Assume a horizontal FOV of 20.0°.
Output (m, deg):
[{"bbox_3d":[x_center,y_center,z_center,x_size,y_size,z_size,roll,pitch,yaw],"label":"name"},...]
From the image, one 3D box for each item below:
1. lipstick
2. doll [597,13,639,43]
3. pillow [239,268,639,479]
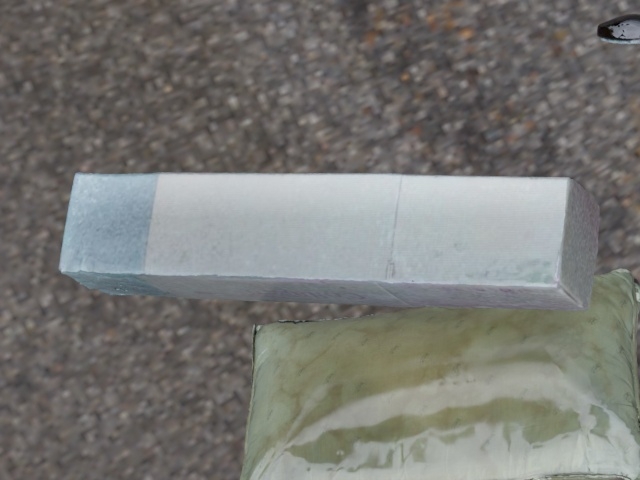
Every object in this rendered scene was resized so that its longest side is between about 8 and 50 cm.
[{"bbox_3d":[0.000,0.000,1.064,0.317,0.066,0.068,2,75,26],"label":"lipstick"},{"bbox_3d":[0.299,-0.149,1.344,0.219,0.091,0.067,21,121,62],"label":"doll"},{"bbox_3d":[0.087,0.110,1.284,0.302,0.185,0.075,-9,136,16],"label":"pillow"}]
